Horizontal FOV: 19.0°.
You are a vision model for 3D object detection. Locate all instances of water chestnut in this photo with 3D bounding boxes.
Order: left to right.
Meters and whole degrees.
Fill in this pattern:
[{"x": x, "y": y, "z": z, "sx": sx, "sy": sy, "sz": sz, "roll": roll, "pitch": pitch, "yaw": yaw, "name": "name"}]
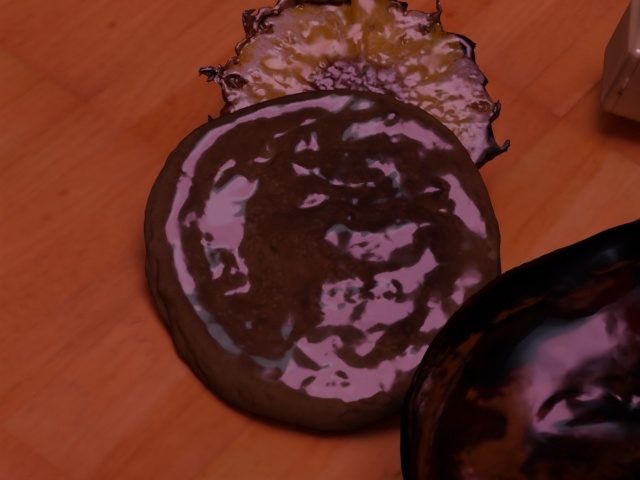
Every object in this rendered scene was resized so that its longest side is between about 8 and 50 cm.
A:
[{"x": 0.186, "y": 0.107, "z": 1.055, "sx": 0.289, "sy": 0.244, "sz": 0.289, "roll": 9, "pitch": 43, "yaw": -9, "name": "water chestnut"}]

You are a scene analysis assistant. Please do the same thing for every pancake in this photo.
[{"x": 0.000, "y": 0.000, "z": 1.200, "sx": 0.241, "sy": 0.050, "sz": 0.242, "roll": 2, "pitch": 61, "yaw": -4, "name": "pancake"}]

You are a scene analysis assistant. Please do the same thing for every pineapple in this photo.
[{"x": 0.018, "y": -0.086, "z": 1.299, "sx": 0.221, "sy": 0.047, "sz": 0.221, "roll": 4, "pitch": 63, "yaw": -8, "name": "pineapple"}]

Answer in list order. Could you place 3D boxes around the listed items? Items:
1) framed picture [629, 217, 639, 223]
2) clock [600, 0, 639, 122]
[{"x": 0.320, "y": 0.062, "z": 1.296, "sx": 0.189, "sy": 0.023, "sz": 0.260, "roll": -26, "pitch": 59, "yaw": -31, "name": "framed picture"}, {"x": 0.341, "y": -0.215, "z": 1.504, "sx": 0.276, "sy": 0.120, "sz": 0.379, "roll": 16, "pitch": 45, "yaw": -8, "name": "clock"}]
